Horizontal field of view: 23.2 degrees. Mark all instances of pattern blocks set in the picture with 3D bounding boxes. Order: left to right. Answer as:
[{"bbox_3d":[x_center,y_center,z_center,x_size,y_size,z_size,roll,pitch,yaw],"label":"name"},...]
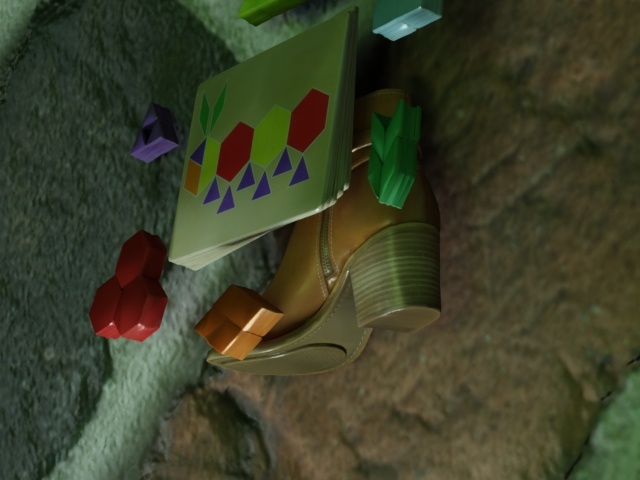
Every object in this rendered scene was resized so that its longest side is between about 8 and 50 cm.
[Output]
[{"bbox_3d":[-0.037,-0.061,1.010,0.325,0.026,0.285,-7,67,54],"label":"pattern blocks set"}]

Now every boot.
[{"bbox_3d":[0.000,0.000,1.007,0.197,0.073,0.152,-23,63,37],"label":"boot"}]
